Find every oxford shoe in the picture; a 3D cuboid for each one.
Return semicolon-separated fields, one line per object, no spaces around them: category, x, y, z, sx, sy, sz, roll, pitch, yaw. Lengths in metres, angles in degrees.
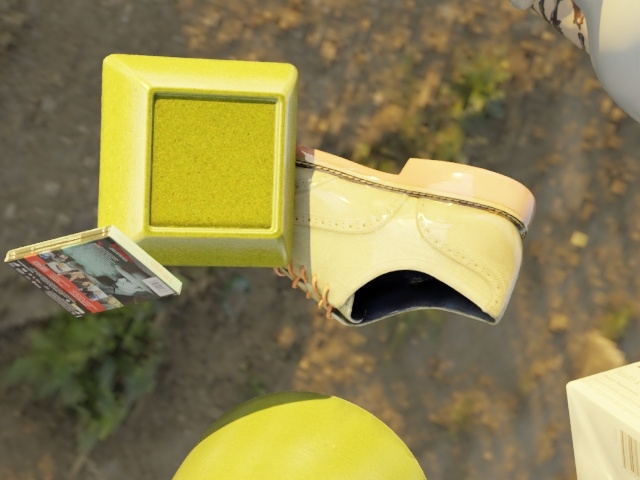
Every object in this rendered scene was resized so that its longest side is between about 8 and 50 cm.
oxford shoe;0.000;0.000;1.868;0.140;0.397;0.147;55;42;-60

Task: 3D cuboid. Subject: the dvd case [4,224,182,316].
dvd case;-0.181;0.026;1.554;0.087;0.119;0.013;42;50;-36

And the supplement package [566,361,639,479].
supplement package;0.303;0.163;1.301;0.203;0.194;0.149;-14;109;-17

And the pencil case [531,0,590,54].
pencil case;0.303;-0.274;2.083;0.160;0.410;0.183;-38;155;-21

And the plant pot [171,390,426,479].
plant pot;-0.057;0.309;1.815;0.293;0.274;0.275;-31;135;-70

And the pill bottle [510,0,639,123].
pill bottle;0.226;-0.106;0.634;0.224;0.392;0.224;25;90;-85

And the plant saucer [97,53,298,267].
plant saucer;-0.101;-0.069;1.746;0.188;0.045;0.188;1;93;-24
